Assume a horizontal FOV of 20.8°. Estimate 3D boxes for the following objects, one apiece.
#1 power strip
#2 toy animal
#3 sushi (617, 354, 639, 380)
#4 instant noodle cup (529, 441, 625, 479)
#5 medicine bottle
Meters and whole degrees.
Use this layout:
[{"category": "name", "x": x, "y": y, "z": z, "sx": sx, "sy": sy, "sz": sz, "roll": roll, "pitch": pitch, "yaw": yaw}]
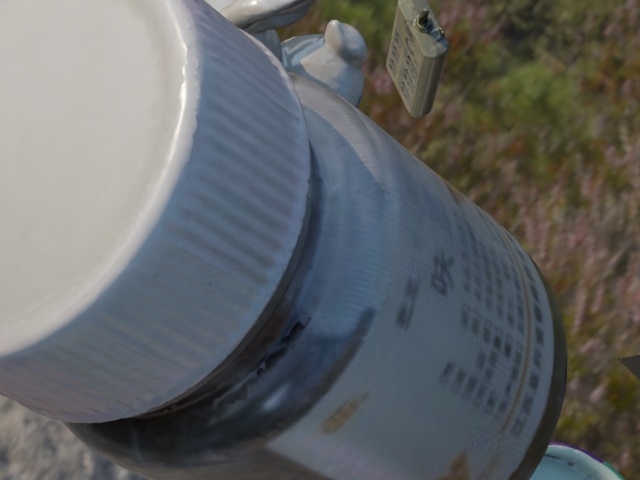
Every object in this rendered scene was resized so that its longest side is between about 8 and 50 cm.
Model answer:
[{"category": "power strip", "x": 0.120, "y": -0.234, "z": 2.168, "sx": 0.034, "sy": 0.268, "sz": 0.092, "roll": -23, "pitch": 77, "yaw": -8}, {"category": "toy animal", "x": -0.047, "y": -0.177, "z": 1.708, "sx": 0.193, "sy": 0.178, "sz": 0.127, "roll": 43, "pitch": 21, "yaw": -34}, {"category": "sushi", "x": 0.316, "y": 0.095, "z": 1.112, "sx": 0.210, "sy": 0.193, "sz": 0.040, "roll": 39, "pitch": 54, "yaw": -41}, {"category": "instant noodle cup", "x": 0.179, "y": 0.305, "z": 1.567, "sx": 0.251, "sy": 0.190, "sz": 0.251, "roll": 19, "pitch": 50, "yaw": -25}, {"category": "medicine bottle", "x": -0.029, "y": 0.017, "z": 0.669, "sx": 0.273, "sy": 0.165, "sz": 0.165, "roll": 36, "pitch": 33, "yaw": -51}]
